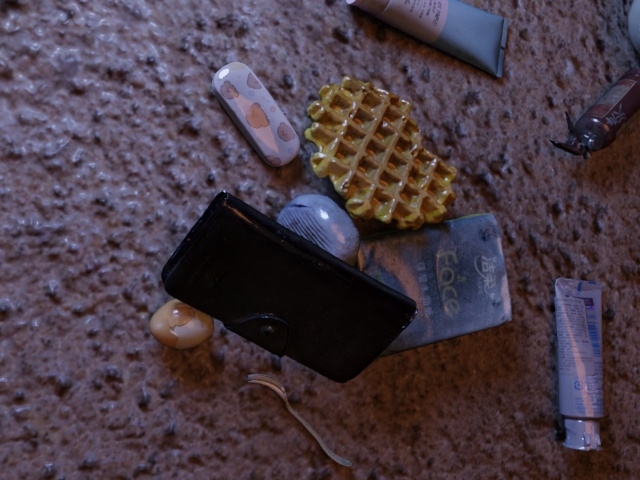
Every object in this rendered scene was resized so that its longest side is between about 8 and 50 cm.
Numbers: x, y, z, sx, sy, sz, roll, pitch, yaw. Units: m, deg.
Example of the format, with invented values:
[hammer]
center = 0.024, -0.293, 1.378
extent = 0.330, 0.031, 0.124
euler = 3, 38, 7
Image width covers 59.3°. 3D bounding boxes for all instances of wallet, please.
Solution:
[wallet]
center = -0.039, 0.076, 0.743
extent = 0.318, 0.045, 0.172
euler = 32, 111, -23

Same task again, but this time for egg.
[egg]
center = -0.188, 0.112, 0.762
extent = 0.083, 0.071, 0.071
euler = -16, 94, -22

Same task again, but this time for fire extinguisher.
[fire extinguisher]
center = 0.512, -0.230, 1.039
extent = 0.252, 0.075, 0.106
euler = -41, 90, -15

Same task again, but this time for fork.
[fork]
center = -0.024, 0.269, 0.841
extent = 0.028, 0.034, 0.219
euler = -45, 104, -7

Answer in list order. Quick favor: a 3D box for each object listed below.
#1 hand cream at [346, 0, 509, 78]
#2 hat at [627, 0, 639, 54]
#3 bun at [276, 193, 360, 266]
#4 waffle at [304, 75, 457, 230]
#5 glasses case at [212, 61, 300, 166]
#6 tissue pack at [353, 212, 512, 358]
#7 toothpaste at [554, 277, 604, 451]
[hand cream]
center = 0.190, -0.370, 0.932
extent = 0.313, 0.070, 0.111
euler = 13, 82, -28
[hat]
center = 0.671, -0.352, 1.072
extent = 0.258, 0.168, 0.301
euler = -41, 132, -53
[bun]
center = 0.000, 0.000, 0.810
extent = 0.083, 0.141, 0.140
euler = -19, 96, -43
[waffle]
center = 0.095, -0.137, 0.852
extent = 0.249, 0.056, 0.253
euler = 1, 68, -27
[glasses case]
center = -0.092, -0.182, 0.820
extent = 0.063, 0.041, 0.164
euler = -39, 102, -17
[tissue pack]
center = 0.167, 0.067, 0.893
extent = 0.257, 0.081, 0.185
euler = -11, 93, -19
[toothpaste]
center = 0.470, 0.219, 1.018
extent = 0.114, 0.073, 0.299
euler = 7, 79, -20
